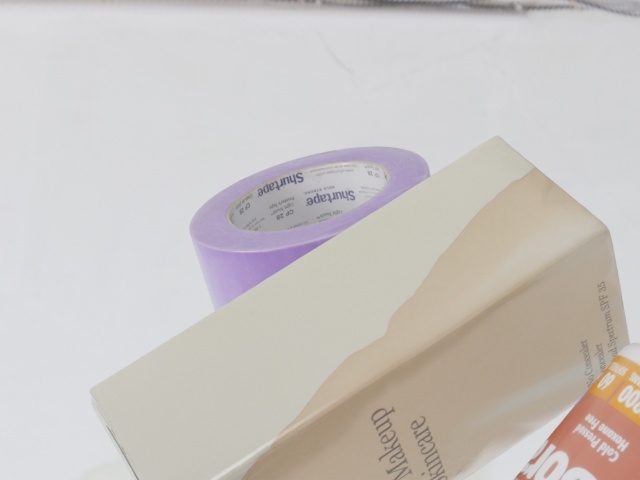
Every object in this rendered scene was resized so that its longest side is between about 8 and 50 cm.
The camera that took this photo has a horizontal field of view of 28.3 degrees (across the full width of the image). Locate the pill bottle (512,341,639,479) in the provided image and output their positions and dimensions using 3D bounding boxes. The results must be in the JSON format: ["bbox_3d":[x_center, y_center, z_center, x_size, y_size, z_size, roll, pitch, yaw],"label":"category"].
[{"bbox_3d":[0.143,0.169,0.662,0.216,0.121,0.121,-50,-49,-2],"label":"pill bottle"}]

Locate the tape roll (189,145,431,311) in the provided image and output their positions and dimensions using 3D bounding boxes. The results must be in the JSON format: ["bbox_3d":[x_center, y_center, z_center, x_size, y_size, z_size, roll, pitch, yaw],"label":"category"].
[{"bbox_3d":[0.000,0.000,0.973,0.189,0.189,0.080,-20,-67,-11],"label":"tape roll"}]

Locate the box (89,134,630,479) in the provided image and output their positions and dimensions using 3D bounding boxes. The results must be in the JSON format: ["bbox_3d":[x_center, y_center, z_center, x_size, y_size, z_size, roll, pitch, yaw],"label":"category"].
[{"bbox_3d":[0.031,0.086,0.800,0.311,0.121,0.148,-33,-45,-9],"label":"box"}]
